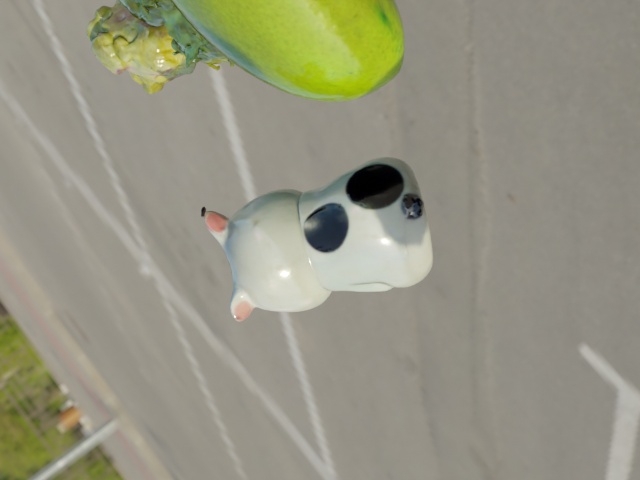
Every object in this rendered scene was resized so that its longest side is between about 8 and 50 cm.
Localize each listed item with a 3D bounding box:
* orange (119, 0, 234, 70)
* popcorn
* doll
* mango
[{"bbox_3d":[-0.075,-0.303,1.278,0.223,0.300,0.301,-25,83,66],"label":"orange"},{"bbox_3d":[-0.175,-0.206,1.378,0.109,0.097,0.089,17,169,31],"label":"popcorn"},{"bbox_3d":[0.007,-0.001,1.125,0.107,0.180,0.110,26,-131,-72],"label":"doll"},{"bbox_3d":[-0.050,-0.227,1.061,0.185,0.149,0.273,1,125,49],"label":"mango"}]
